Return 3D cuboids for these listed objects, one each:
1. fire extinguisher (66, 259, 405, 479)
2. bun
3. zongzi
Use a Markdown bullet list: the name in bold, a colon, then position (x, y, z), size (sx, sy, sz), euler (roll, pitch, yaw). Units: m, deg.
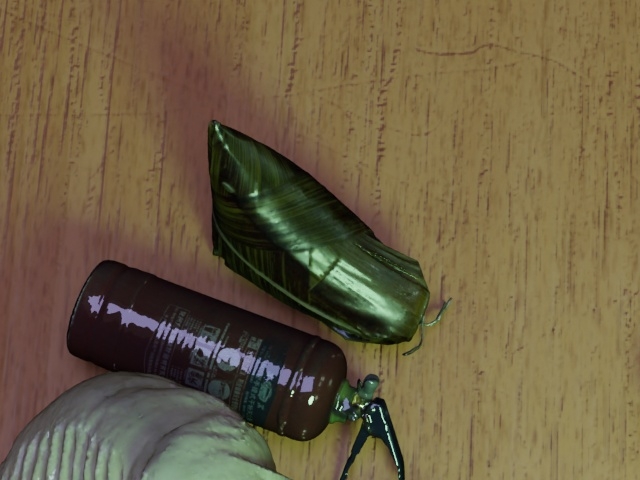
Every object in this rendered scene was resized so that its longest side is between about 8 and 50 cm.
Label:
- **fire extinguisher**: position (-0.070, 0.137, 1.870), size (0.344, 0.102, 0.138), euler (21, 107, 8)
- **bun**: position (-0.146, 0.291, 1.728), size (0.219, 0.365, 0.365), euler (4, 66, -40)
- **zongzi**: position (0.000, 0.000, 1.827), size (0.248, 0.241, 0.111), euler (32, 76, 12)
